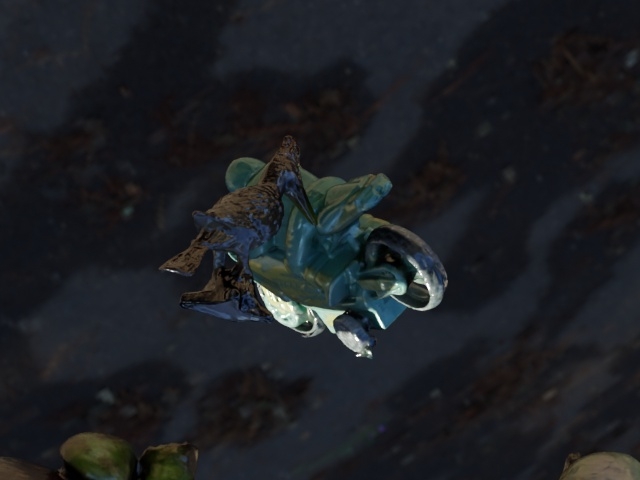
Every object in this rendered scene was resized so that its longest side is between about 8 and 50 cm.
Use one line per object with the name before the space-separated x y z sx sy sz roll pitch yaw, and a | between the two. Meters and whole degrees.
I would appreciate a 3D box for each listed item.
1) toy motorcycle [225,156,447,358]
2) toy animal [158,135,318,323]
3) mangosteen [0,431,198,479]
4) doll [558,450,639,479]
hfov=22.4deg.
toy motorcycle | 0.001 0.000 1.453 0.109 0.198 0.296 -44 -162 -27
toy animal | -0.059 -0.013 1.299 0.202 0.070 0.105 -57 135 -37
mangosteen | -0.237 0.319 1.379 0.359 0.306 0.306 -22 153 -16
doll | 0.139 0.295 1.005 0.330 0.235 0.174 -58 -175 -15
